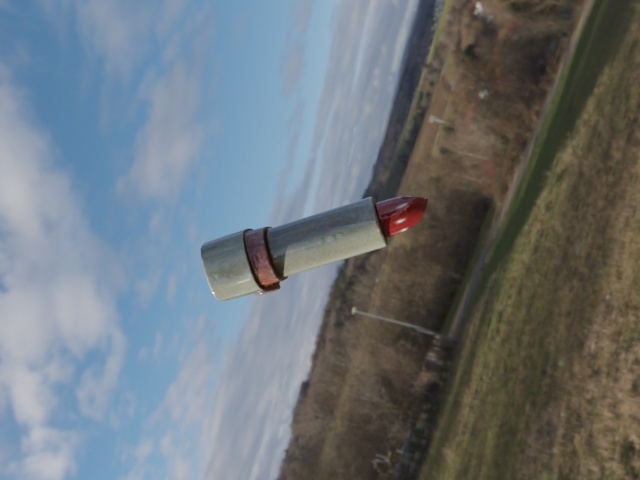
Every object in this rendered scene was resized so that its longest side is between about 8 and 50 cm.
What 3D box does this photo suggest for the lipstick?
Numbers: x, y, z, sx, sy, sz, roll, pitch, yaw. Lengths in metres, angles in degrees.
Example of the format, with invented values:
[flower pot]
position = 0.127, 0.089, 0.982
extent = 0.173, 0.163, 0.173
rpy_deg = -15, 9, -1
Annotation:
[lipstick]
position = 0.000, 0.001, 0.595
extent = 0.063, 0.186, 0.057
rpy_deg = -6, -101, -79
